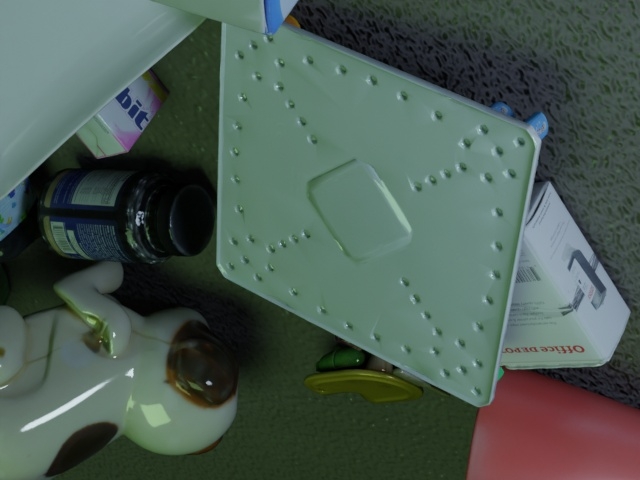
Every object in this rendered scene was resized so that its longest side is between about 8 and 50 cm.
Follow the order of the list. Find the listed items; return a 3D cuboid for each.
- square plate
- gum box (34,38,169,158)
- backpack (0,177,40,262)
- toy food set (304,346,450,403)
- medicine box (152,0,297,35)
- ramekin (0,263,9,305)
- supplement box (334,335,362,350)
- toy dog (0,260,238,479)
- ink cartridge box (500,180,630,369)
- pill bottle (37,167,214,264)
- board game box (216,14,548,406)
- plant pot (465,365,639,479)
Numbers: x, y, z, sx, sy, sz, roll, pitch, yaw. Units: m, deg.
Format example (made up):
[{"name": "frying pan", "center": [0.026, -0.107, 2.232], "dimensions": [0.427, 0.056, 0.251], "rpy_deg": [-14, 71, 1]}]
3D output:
[{"name": "square plate", "center": [-0.355, -0.270, 1.720], "dimensions": [0.347, 0.344, 0.049], "rpy_deg": [48, -176, -23]}, {"name": "gum box", "center": [-0.277, -0.203, 1.861], "dimensions": [0.062, 0.107, 0.188], "rpy_deg": [-8, 130, 42]}, {"name": "backpack", "center": [-0.539, -0.141, 2.042], "dimensions": [0.290, 0.273, 0.355], "rpy_deg": [22, 133, 23]}, {"name": "toy food set", "center": [0.076, 0.168, 2.113], "dimensions": [0.128, 0.071, 0.218], "rpy_deg": [25, 156, -38]}, {"name": "medicine box", "center": [-0.101, -0.353, 1.383], "dimensions": [0.263, 0.289, 0.149], "rpy_deg": [19, 144, 16]}, {"name": "ramekin", "center": [-0.630, 0.066, 2.421], "dimensions": [0.303, 0.148, 0.303], "rpy_deg": [19, 144, 15]}, {"name": "supplement box", "center": [0.067, 0.109, 2.029], "dimensions": [0.083, 0.043, 0.055], "rpy_deg": [-16, 154, 33]}, {"name": "toy dog", "center": [-0.314, 0.197, 2.176], "dimensions": [0.408, 0.395, 0.284], "rpy_deg": [-4, 136, -13]}, {"name": "ink cartridge box", "center": [0.235, 0.044, 1.807], "dimensions": [0.158, 0.092, 0.218], "rpy_deg": [-6, 130, 43]}, {"name": "pill bottle", "center": [-0.252, -0.031, 2.044], "dimensions": [0.219, 0.123, 0.123], "rpy_deg": [4, 138, 33]}, {"name": "board game box", "center": [0.055, -0.043, 1.750], "dimensions": [0.390, 0.050, 0.390], "rpy_deg": [26, 134, 24]}, {"name": "plant pot", "center": [0.310, 0.303, 1.948], "dimensions": [0.243, 0.275, 0.275], "rpy_deg": [9, 141, 11]}]
